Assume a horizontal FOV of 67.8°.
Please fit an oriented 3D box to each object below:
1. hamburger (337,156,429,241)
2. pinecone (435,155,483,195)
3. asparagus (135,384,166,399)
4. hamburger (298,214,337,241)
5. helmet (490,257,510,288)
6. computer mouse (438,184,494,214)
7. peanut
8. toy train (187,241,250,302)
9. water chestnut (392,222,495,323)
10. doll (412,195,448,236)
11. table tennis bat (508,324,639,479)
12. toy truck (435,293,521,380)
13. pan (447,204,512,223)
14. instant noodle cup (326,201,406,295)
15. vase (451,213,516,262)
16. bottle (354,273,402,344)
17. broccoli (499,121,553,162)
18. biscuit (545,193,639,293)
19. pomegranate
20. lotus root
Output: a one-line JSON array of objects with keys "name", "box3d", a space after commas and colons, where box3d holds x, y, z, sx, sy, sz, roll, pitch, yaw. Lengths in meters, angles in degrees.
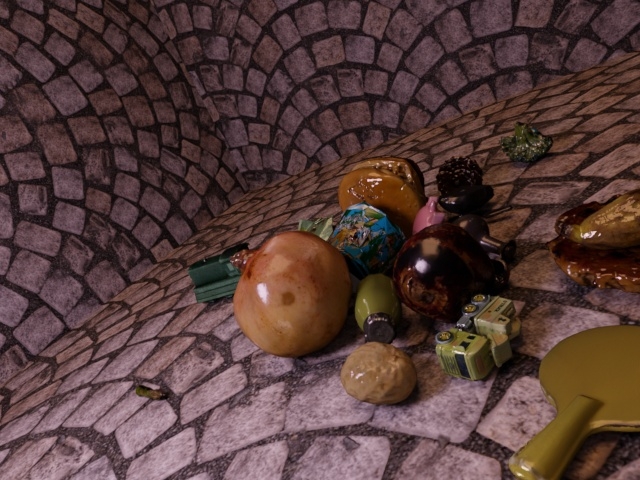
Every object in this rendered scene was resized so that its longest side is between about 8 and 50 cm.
[{"name": "hamburger", "box3d": [0.206, -0.111, 1.515, 0.284, 0.305, 0.174, -9, 26, 42]}, {"name": "pinecone", "box3d": [0.496, -0.221, 1.682, 0.162, 0.163, 0.165, -16, 5, 29]}, {"name": "asparagus", "box3d": [-0.489, 0.442, 1.380, 0.165, 0.030, 0.036, -10, -3, 43]}, {"name": "hamburger", "box3d": [0.002, -0.007, 1.763, 0.275, 0.151, 0.260, -25, 19, 0]}, {"name": "helmet", "box3d": [0.406, 0.085, 1.112, 0.084, 0.049, 0.065, -48, 46, 18]}, {"name": "computer mouse", "box3d": [0.459, -0.126, 1.513, 0.217, 0.074, 0.122, -24, 21, -40]}, {"name": "peanut", "box3d": [0.114, 0.258, 0.932, 0.159, 0.109, 0.140, -12, 23, 41]}, {"name": "toy train", "box3d": [-0.371, 0.126, 1.859, 0.330, 0.178, 0.138, -17, 21, 23]}, {"name": "water chestnut", "box3d": [0.277, 0.068, 1.071, 0.223, 0.224, 0.238, -15, 22, 31]}, {"name": "doll", "box3d": [0.294, -0.003, 1.272, 0.093, 0.211, 0.262, 0, 35, 4]}, {"name": "table tennis bat", "box3d": [0.408, 0.234, 0.701, 0.368, 0.054, 0.224, -31, 19, -27]}, {"name": "toy truck", "box3d": [0.316, 0.184, 0.909, 0.191, 0.085, 0.116, -35, 25, -32]}, {"name": "pan", "box3d": [0.468, -0.057, 1.452, 0.235, 0.028, 0.136, -19, 20, 32]}, {"name": "instant noodle cup", "box3d": [0.113, 0.038, 1.394, 0.240, 0.240, 0.178, -6, 34, 47]}, {"name": "vase", "box3d": [0.420, 0.003, 1.240, 0.120, 0.120, 0.183, -33, 33, -20]}, {"name": "bottle", "box3d": [0.136, 0.164, 1.115, 0.112, 0.112, 0.260, -23, 10, 10]}, {"name": "broccoli", "box3d": [0.736, -0.358, 1.715, 0.154, 0.160, 0.167, -26, 36, -1]}, {"name": "biscuit", "box3d": [0.627, 0.009, 0.974, 0.289, 0.081, 0.334, -23, 22, 9]}, {"name": "pomegranate", "box3d": [-0.085, 0.122, 1.221, 0.338, 0.338, 0.338, -24, 18, 8]}, {"name": "lotus root", "box3d": [0.567, -0.031, 0.913, 0.190, 0.095, 0.108, -26, 19, 24]}]
